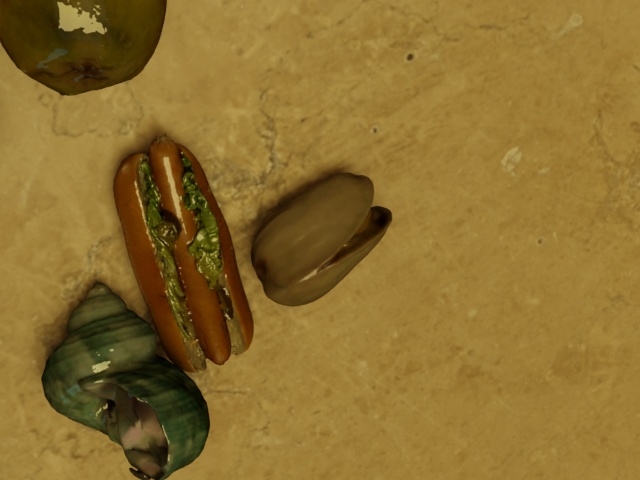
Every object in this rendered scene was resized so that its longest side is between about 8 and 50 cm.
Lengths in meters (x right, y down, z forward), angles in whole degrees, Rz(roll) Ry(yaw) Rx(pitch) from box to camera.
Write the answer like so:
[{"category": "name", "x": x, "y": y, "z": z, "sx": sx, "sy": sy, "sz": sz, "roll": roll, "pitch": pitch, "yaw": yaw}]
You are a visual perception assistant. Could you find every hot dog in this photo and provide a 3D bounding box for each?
[{"category": "hot dog", "x": -0.177, "y": 0.021, "z": 1.730, "sx": 0.135, "sy": 0.100, "sz": 0.337, "roll": -19, "pitch": 115, "yaw": -10}]

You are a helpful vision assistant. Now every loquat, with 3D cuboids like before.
[{"category": "loquat", "x": -0.277, "y": -0.296, "z": 1.533, "sx": 0.213, "sy": 0.213, "sz": 0.246, "roll": 5, "pitch": 68, "yaw": -20}]

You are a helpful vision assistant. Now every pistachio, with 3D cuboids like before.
[{"category": "pistachio", "x": 0.000, "y": 0.000, "z": 1.768, "sx": 0.206, "sy": 0.131, "sz": 0.129, "roll": -39, "pitch": 125, "yaw": -7}]

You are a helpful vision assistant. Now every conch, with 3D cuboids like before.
[{"category": "conch", "x": -0.255, "y": 0.187, "z": 1.713, "sx": 0.195, "sy": 0.220, "sz": 0.277, "roll": -12, "pitch": 74, "yaw": -15}]
